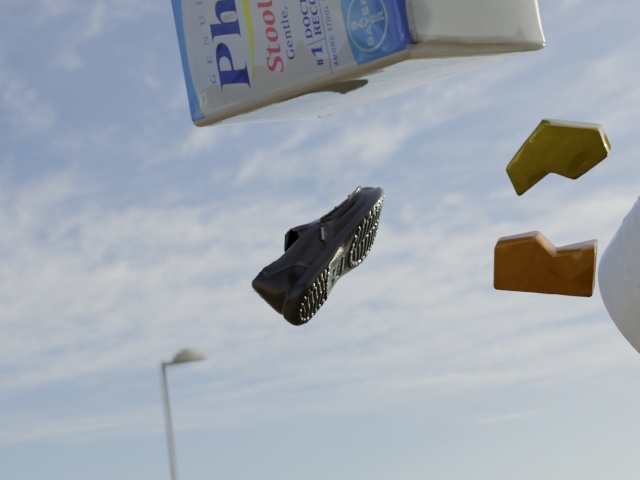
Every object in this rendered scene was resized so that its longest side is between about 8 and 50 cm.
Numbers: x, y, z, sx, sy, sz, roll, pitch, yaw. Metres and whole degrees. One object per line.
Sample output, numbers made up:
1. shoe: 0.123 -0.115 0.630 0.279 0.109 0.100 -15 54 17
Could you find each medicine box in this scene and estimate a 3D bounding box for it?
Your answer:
1. medicine box: 0.008 -0.246 0.959 0.149 0.263 0.289 -10 0 -39

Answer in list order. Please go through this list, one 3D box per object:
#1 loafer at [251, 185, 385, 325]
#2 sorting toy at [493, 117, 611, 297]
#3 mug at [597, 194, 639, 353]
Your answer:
1. loafer: 0.000 0.000 1.297 0.078 0.220 0.080 25 -49 17
2. sorting toy: 0.258 -0.036 0.698 0.307 0.229 0.041 4 19 16
3. mug: 0.501 -0.057 1.352 0.276 0.374 0.328 14 -48 -12
